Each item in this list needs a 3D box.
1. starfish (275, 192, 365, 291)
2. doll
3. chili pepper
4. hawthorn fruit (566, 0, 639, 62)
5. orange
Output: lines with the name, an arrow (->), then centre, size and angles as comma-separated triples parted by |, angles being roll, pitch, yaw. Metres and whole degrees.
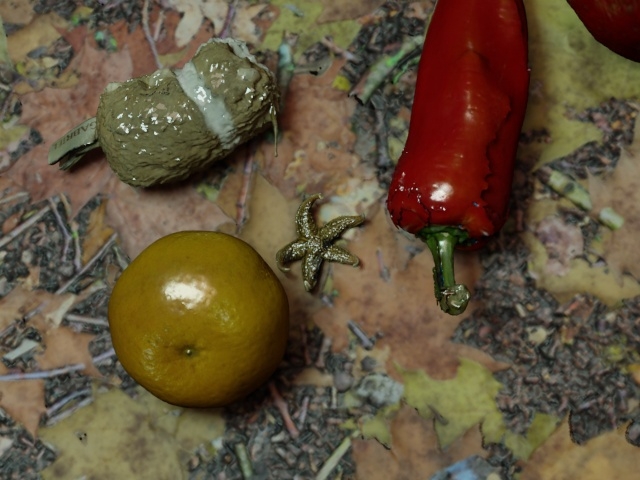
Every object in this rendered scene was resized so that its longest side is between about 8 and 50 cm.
starfish -> 0.000, 0.000, 1.591 | 0.091, 0.028, 0.078 | -32, 76, -6
doll -> -0.142, -0.108, 1.605 | 0.221, 0.105, 0.115 | -16, 77, 0
chili pepper -> 0.125, -0.107, 1.572 | 0.110, 0.110, 0.388 | 7, 68, 10
hawthorn fruit -> 0.297, -0.241, 1.554 | 0.185, 0.185, 0.202 | -30, 85, -2
orange -> -0.101, 0.064, 1.526 | 0.159, 0.159, 0.136 | -2, 28, 7
